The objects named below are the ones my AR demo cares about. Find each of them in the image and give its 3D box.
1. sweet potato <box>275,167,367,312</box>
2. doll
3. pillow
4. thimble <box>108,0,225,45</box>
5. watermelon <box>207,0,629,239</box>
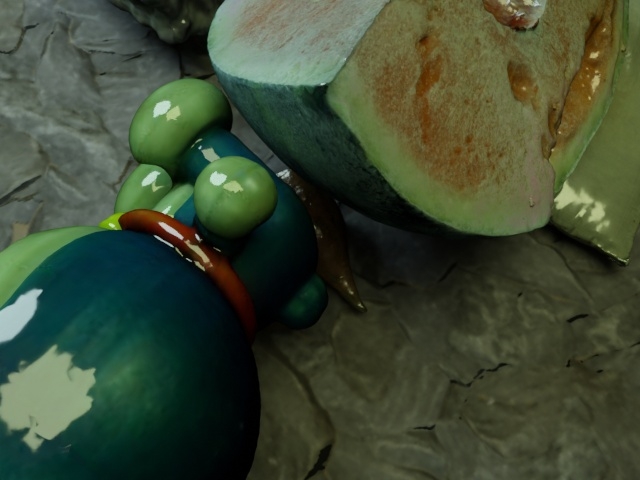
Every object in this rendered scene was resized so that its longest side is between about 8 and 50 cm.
[{"bbox_3d":[0.000,0.000,0.532,0.049,0.049,0.117,-28,78,-17],"label":"sweet potato"},{"bbox_3d":[-0.107,0.063,0.412,0.186,0.198,0.322,35,59,3],"label":"doll"},{"bbox_3d":[0.207,-0.107,0.597,0.148,0.050,0.230,27,71,10],"label":"pillow"},{"bbox_3d":[-0.084,-0.280,0.569,0.157,0.217,0.245,39,83,17],"label":"thimble"},{"bbox_3d":[0.064,-0.095,0.501,0.322,0.188,0.175,-23,106,-38],"label":"watermelon"}]
